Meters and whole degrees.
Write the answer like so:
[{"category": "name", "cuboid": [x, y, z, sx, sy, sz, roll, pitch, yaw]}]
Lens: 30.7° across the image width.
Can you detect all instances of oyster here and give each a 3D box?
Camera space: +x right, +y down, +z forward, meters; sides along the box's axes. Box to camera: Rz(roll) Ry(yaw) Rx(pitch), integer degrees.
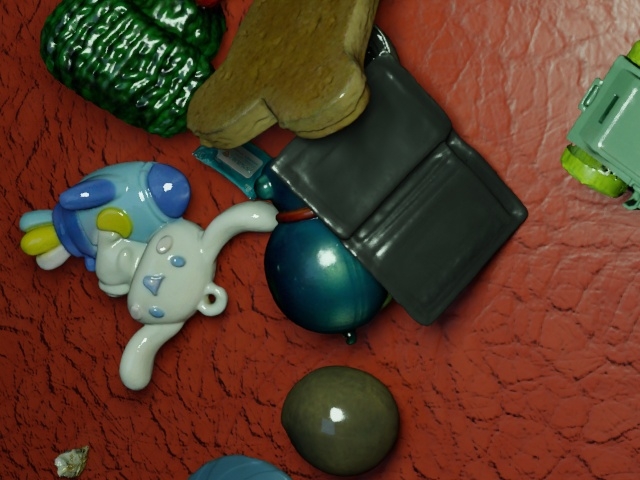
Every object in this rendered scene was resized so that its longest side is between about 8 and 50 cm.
[{"category": "oyster", "cuboid": [-0.442, 0.400, 2.097, 0.093, 0.034, 0.051, -19, 71, 39]}]

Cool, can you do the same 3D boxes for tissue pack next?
[{"category": "tissue pack", "cuboid": [-0.126, -0.125, 1.851, 0.138, 0.028, 0.085, 37, 69, 23]}]

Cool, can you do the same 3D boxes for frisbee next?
[{"category": "frisbee", "cuboid": [-0.130, 0.500, 1.936, 0.289, 0.049, 0.289, 4, 98, 27]}]

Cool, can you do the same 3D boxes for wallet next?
[{"category": "wallet", "cuboid": [0.119, -0.072, 1.628, 0.323, 0.041, 0.247, 46, 75, -11]}]

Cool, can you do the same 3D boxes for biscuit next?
[{"category": "biscuit", "cuboid": [-0.001, -0.308, 1.644, 0.368, 0.076, 0.394, -2, 61, 42]}]

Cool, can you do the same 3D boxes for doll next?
[{"category": "doll", "cuboid": [-0.300, 0.002, 1.883, 0.365, 0.187, 0.376, 40, 84, 7]}, {"category": "doll", "cuboid": [0.000, 0.000, 1.711, 0.322, 0.186, 0.198, 71, 161, -1]}]

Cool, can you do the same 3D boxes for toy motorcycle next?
[{"category": "toy motorcycle", "cuboid": [0.485, -0.094, 1.470, 0.326, 0.200, 0.191, 43, 114, 28]}]

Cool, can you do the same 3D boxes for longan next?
[{"category": "longan", "cuboid": [0.028, 0.273, 1.769, 0.187, 0.167, 0.167, 5, 100, 48]}]

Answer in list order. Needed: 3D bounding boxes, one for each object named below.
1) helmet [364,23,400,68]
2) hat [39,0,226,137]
[{"category": "helmet", "cuboid": [0.048, -0.244, 1.718, 0.177, 0.107, 0.153, 10, 91, 39]}, {"category": "hat", "cuboid": [-0.252, -0.349, 1.810, 0.274, 0.242, 0.332, 33, 98, -18]}]
